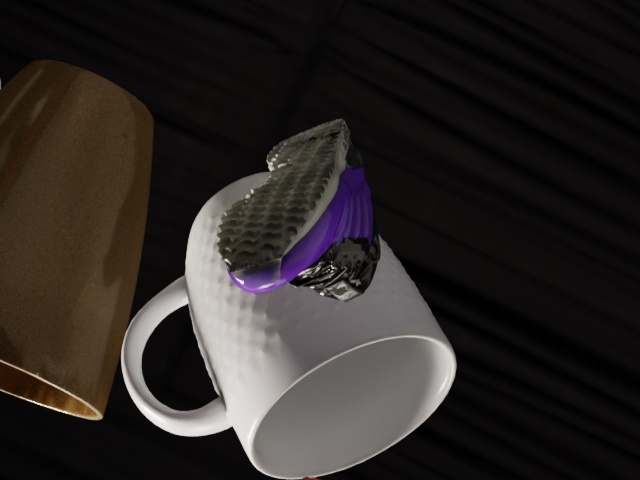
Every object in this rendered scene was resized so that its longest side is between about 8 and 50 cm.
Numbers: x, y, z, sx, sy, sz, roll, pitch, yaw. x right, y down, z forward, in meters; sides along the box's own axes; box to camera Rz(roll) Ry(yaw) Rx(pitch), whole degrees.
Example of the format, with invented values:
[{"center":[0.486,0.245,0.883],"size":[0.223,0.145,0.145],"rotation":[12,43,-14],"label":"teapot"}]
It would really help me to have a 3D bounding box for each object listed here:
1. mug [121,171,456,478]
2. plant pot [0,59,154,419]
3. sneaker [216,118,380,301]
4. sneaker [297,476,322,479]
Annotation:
[{"center":[-0.069,0.105,1.756],"size":[0.374,0.328,0.276],"rotation":[-26,-35,-5],"label":"mug"},{"center":[-0.242,-0.012,1.178],"size":[0.237,0.237,0.254],"rotation":[120,172,-73],"label":"plant pot"},{"center":[0.001,0.000,1.290],"size":[0.102,0.146,0.293],"rotation":[-17,19,20],"label":"sneaker"},{"center":[0.038,0.290,1.374],"size":[0.057,0.161,0.075],"rotation":[-63,1,13],"label":"sneaker"}]
